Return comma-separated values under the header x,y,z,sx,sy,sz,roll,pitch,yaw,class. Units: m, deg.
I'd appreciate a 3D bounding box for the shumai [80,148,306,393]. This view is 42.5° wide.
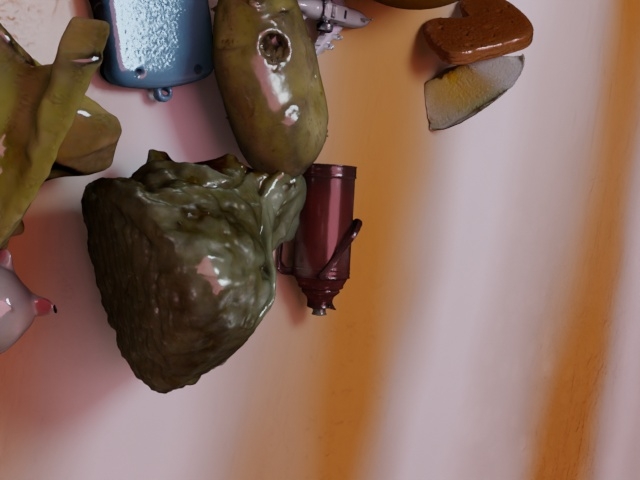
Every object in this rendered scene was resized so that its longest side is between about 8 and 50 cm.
x,y,z,sx,sy,sz,roll,pitch,yaw,class
-0.115,0.009,1.006,0.288,0.330,0.292,-16,90,-29,shumai

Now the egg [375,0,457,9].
x,y,z,sx,sy,sz,roll,pitch,yaw,class
0.149,-0.489,1.223,0.351,0.282,0.283,-21,107,-49,egg

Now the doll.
x,y,z,sx,sy,sz,roll,pitch,yaw,class
-0.404,0.097,0.910,0.180,0.107,0.110,-38,95,-39,doll

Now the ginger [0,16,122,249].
x,y,z,sx,sy,sz,roll,pitch,yaw,class
-0.413,-0.127,0.820,0.413,0.211,0.358,-32,111,-34,ginger

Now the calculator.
x,y,z,sx,sy,sz,roll,pitch,yaw,class
-0.221,-0.328,1.069,0.173,0.051,0.293,-15,103,-40,calculator

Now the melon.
x,y,z,sx,sy,sz,roll,pitch,yaw,class
0.272,-0.282,1.468,0.093,0.202,0.139,56,22,-7,melon

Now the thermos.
x,y,z,sx,sy,sz,roll,pitch,yaw,class
-0.001,0.000,1.260,0.124,0.099,0.232,4,93,-4,thermos

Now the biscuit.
x,y,z,sx,sy,sz,roll,pitch,yaw,class
0.266,-0.371,1.440,0.192,0.186,0.036,-17,135,-15,biscuit

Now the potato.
x,y,z,sx,sy,sz,roll,pitch,yaw,class
-0.073,-0.227,1.129,0.191,0.141,0.296,-54,139,-63,potato

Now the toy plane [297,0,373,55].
x,y,z,sx,sy,sz,roll,pitch,yaw,class
0.014,-0.350,1.265,0.171,0.065,0.162,1,101,-36,toy plane
